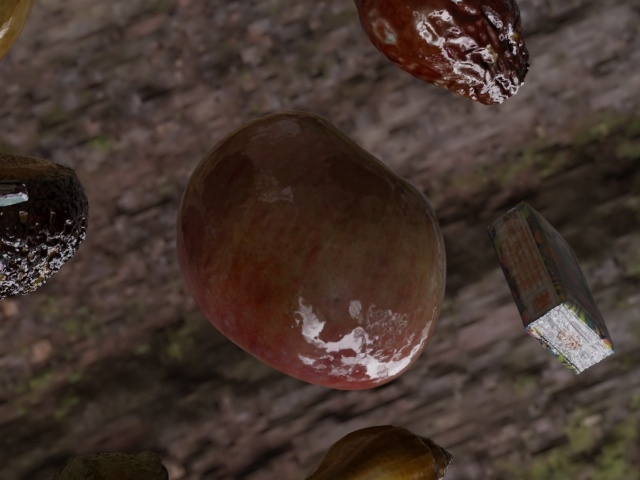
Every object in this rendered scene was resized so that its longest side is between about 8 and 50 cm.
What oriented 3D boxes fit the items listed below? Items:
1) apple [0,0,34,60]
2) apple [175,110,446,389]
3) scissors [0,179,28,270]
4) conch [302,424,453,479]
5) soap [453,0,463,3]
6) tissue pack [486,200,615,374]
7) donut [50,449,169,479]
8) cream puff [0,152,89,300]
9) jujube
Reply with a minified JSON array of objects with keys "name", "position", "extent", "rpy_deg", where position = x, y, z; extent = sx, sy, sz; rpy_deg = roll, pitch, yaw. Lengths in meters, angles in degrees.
[{"name":"apple","position":[-0.496,-0.326,1.990],"extent":[0.364,0.364,0.364],"rpy_deg":[-22,-177,1]},{"name":"apple","position":[0.000,0.000,2.021],"extent":[0.269,0.345,0.345],"rpy_deg":[-64,166,20]},{"name":"scissors","position":[-0.278,-0.020,1.131],"extent":[0.187,0.133,0.020],"rpy_deg":[8,157,22]},{"name":"conch","position":[0.014,0.240,1.627],"extent":[0.330,0.109,0.093],"rpy_deg":[-10,-164,-40]},{"name":"soap","position":[0.160,-0.254,1.420],"extent":[0.121,0.064,0.183],"rpy_deg":[-19,-167,16]},{"name":"tissue pack","position":[0.231,0.047,1.727],"extent":[0.060,0.108,0.148],"rpy_deg":[-35,-139,18]},{"name":"donut","position":[-0.265,0.365,1.988],"extent":[0.107,0.272,0.272],"rpy_deg":[16,166,-23]},{"name":"cream puff","position":[-0.398,-0.019,2.071],"extent":[0.239,0.165,0.239],"rpy_deg":[3,-167,-1]},{"name":"jujube","position":[0.140,-0.238,1.880],"extent":[0.168,0.236,0.168],"rpy_deg":[-27,-140,26]}]
